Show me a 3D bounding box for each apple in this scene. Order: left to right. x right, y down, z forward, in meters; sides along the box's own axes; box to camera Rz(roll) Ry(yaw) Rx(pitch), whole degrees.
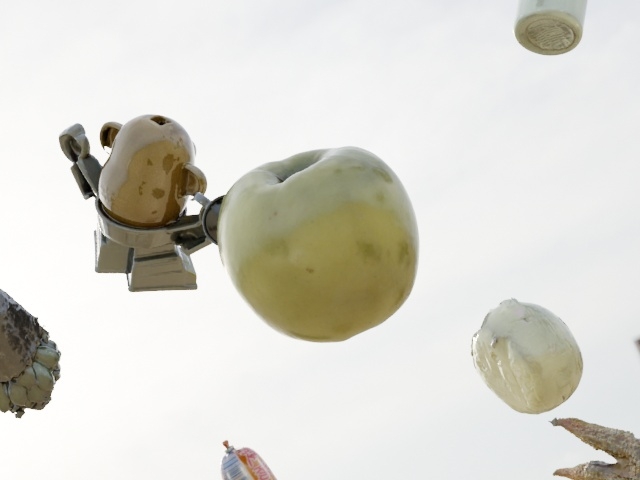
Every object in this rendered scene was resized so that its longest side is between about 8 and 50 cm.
[{"bbox_3d":[0.000,0.000,1.402,0.262,0.262,0.262,-18,-22,-8],"label":"apple"}]

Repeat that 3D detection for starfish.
[{"bbox_3d":[0.509,0.360,1.765,0.293,0.302,0.084,-11,-18,28],"label":"starfish"}]

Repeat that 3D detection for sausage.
[{"bbox_3d":[-0.077,0.391,1.579,0.071,0.234,0.071,-34,-2,-2],"label":"sausage"}]

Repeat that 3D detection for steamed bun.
[{"bbox_3d":[0.222,0.120,1.125,0.091,0.112,0.130,-35,-39,-18],"label":"steamed bun"}]

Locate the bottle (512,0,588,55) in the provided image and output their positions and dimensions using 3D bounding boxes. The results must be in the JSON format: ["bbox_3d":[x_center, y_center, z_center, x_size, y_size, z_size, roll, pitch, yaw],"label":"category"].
[{"bbox_3d":[0.350,-0.398,1.595,0.104,0.245,0.104,11,-27,6],"label":"bottle"}]

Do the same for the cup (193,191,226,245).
[{"bbox_3d":[-0.140,-0.037,1.553,0.078,0.100,0.077,-52,8,0],"label":"cup"}]

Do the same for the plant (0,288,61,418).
[{"bbox_3d":[-0.316,0.110,1.070,0.094,0.092,0.143,-14,-48,13],"label":"plant"}]

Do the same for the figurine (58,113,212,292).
[{"bbox_3d":[-0.277,-0.069,1.729,0.342,0.167,0.285,13,-55,3],"label":"figurine"}]
